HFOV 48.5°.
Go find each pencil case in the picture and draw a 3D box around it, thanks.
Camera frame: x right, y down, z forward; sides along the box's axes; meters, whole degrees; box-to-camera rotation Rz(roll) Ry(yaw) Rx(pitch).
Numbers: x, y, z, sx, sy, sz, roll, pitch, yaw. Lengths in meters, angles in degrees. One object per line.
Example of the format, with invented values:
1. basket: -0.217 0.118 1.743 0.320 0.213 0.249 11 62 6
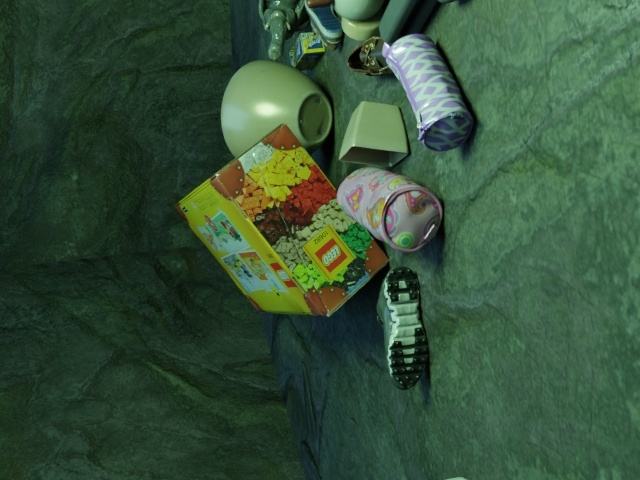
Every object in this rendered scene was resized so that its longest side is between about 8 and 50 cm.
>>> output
1. pencil case: 0.122 -0.064 1.305 0.284 0.124 0.124 -140 44 -72
2. pencil case: 0.163 -0.228 1.094 0.086 0.088 0.206 98 161 -51

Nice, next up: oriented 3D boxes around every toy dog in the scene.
1. toy dog: 0.031 -0.524 1.340 0.333 0.161 0.220 -111 19 -45

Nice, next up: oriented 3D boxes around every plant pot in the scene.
1. plant pot: -0.081 -0.313 1.801 0.191 0.284 0.284 12 112 41
2. plant pot: 0.101 -0.204 1.348 0.109 0.109 0.096 145 129 -75

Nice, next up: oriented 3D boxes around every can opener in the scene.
1. can opener: 0.155 -0.372 1.080 0.280 0.074 0.093 140 121 -75

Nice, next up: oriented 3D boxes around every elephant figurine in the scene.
1. elephant figurine: -0.101 -0.599 1.850 0.169 0.186 0.239 23 118 43

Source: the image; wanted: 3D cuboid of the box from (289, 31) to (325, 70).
1. box: -0.037 -0.495 1.870 0.169 0.059 0.054 165 95 -77

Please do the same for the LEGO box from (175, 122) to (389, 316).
1. LEGO box: -0.116 -0.022 1.670 0.372 0.193 0.500 52 161 -10

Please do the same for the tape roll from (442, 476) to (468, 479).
1. tape roll: 0.227 0.556 1.206 0.286 0.100 0.286 174 90 -77

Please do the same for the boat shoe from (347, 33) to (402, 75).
1. boat shoe: 0.107 -0.338 1.313 0.207 0.073 0.073 -167 72 -75

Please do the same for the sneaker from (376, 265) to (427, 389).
1. sneaker: 0.154 0.168 1.376 0.106 0.078 0.234 152 114 -79

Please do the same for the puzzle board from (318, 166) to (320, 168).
1. puzzle board: -0.015 -0.165 2.054 0.128 0.011 0.096 -153 57 -75

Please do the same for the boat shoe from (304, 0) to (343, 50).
1. boat shoe: 0.002 -0.515 1.678 0.066 0.066 0.183 96 162 -48
